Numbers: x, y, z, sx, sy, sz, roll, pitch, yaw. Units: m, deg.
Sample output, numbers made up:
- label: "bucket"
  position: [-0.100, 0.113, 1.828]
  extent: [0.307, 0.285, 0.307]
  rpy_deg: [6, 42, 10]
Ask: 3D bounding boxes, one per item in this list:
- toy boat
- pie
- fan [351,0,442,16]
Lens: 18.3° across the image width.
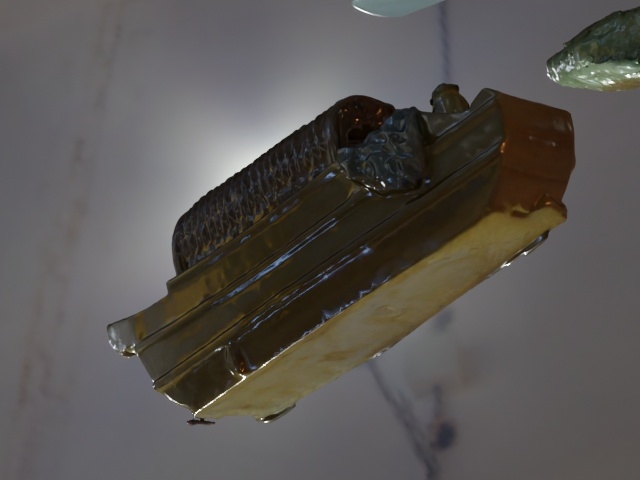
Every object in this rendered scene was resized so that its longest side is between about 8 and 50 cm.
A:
- label: "toy boat"
  position: [0.000, 0.000, 1.024]
  extent: [0.310, 0.089, 0.115]
  rpy_deg: [-38, -122, 41]
- label: "pie"
  position: [0.315, -0.152, 1.526]
  extent: [0.303, 0.066, 0.302]
  rpy_deg: [-3, -176, 0]
- label: "fan"
  position: [0.134, -0.171, 1.191]
  extent: [0.282, 0.057, 0.023]
  rpy_deg: [-11, -106, 40]
